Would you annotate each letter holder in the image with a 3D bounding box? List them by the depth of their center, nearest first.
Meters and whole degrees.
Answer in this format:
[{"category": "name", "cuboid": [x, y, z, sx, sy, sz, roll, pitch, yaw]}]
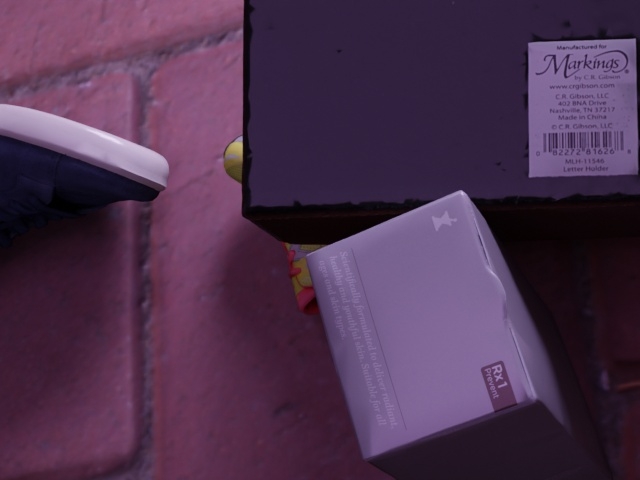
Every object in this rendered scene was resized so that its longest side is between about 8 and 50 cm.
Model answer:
[{"category": "letter holder", "cuboid": [0.121, -0.073, 0.926, 0.302, 0.214, 0.152, -2, 80, 10]}]

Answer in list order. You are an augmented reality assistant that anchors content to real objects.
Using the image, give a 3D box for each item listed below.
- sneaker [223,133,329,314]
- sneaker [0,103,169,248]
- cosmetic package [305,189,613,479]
[{"category": "sneaker", "cuboid": [0.000, 0.000, 1.028, 0.208, 0.081, 0.094, 35, 88, 30]}, {"category": "sneaker", "cuboid": [-0.272, -0.017, 1.134, 0.350, 0.131, 0.148, 2, 78, 30]}, {"category": "cosmetic package", "cuboid": [0.086, 0.078, 0.867, 0.107, 0.238, 0.127, -23, 63, 15]}]
